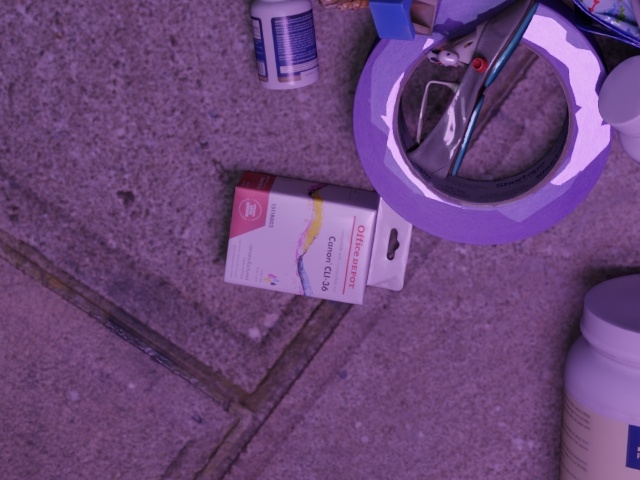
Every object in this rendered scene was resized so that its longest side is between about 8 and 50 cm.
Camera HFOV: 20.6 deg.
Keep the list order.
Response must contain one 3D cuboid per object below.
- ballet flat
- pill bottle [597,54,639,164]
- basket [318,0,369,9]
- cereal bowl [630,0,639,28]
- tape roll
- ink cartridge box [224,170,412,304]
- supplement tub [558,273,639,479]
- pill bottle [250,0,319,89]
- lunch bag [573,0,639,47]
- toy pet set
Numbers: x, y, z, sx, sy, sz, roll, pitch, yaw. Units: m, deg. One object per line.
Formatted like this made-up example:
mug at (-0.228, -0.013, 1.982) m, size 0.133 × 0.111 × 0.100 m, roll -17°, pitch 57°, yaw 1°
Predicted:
ballet flat at (0.147, -0.163, 1.788) m, size 0.068 × 0.072 × 0.213 m, roll 27°, pitch 109°, yaw 6°
pill bottle at (0.375, -0.112, 1.813) m, size 0.193 × 0.108 × 0.108 m, roll 30°, pitch 113°, yaw -36°
basket at (0.085, -0.403, 1.795) m, size 0.299 × 0.223 × 0.213 m, roll -28°, pitch 137°, yaw 15°
cereal bowl at (0.394, -0.245, 1.703) m, size 0.141 × 0.339 × 0.339 m, roll -21°, pitch 106°, yaw 33°
tape roll at (0.174, -0.138, 1.877) m, size 0.274 × 0.090 × 0.275 m, roll 2°, pitch 109°, yaw 5°
ink cartridge box at (0.000, 0.000, 1.955) m, size 0.198 × 0.067 × 0.115 m, roll 9°, pitch 109°, yaw 3°
supplement tub at (0.375, 0.219, 1.898) m, size 0.235 × 0.235 × 0.325 m, roll 2°, pitch 109°, yaw 6°
pill bottle at (-0.040, -0.226, 1.883) m, size 0.067 × 0.067 × 0.120 m, roll -4°, pitch 109°, yaw 8°
lunch bag at (0.294, -0.266, 1.798) m, size 0.096 × 0.129 × 0.151 m, roll -40°, pitch 102°, yaw 20°
toy pet set at (0.113, -0.235, 1.747) m, size 0.114 × 0.065 × 0.122 m, roll 10°, pitch 91°, yaw 37°
